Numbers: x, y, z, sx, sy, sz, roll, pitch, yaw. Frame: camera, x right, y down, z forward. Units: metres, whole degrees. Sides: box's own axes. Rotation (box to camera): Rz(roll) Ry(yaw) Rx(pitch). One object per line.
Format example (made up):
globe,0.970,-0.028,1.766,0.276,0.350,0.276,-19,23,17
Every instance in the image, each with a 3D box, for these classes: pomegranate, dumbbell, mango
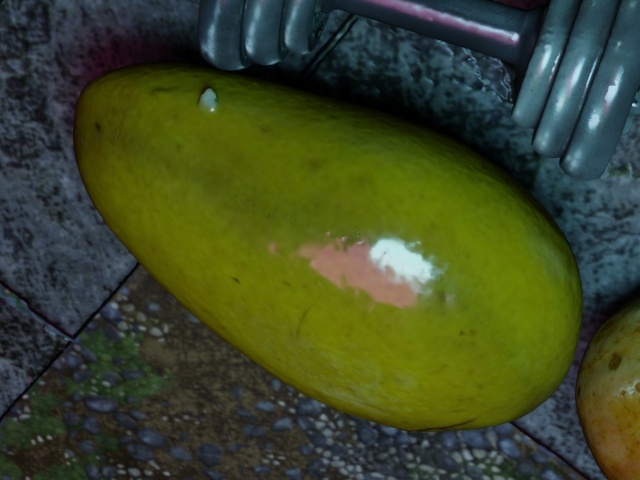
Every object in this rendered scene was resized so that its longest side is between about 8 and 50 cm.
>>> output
pomegranate,0.324,0.136,1.199,0.215,0.215,0.215,8,126,12
dumbbell,0.082,-0.169,1.082,0.406,0.179,0.179,18,127,5
mango,0.000,0.000,1.183,0.445,0.220,0.301,27,159,-10
